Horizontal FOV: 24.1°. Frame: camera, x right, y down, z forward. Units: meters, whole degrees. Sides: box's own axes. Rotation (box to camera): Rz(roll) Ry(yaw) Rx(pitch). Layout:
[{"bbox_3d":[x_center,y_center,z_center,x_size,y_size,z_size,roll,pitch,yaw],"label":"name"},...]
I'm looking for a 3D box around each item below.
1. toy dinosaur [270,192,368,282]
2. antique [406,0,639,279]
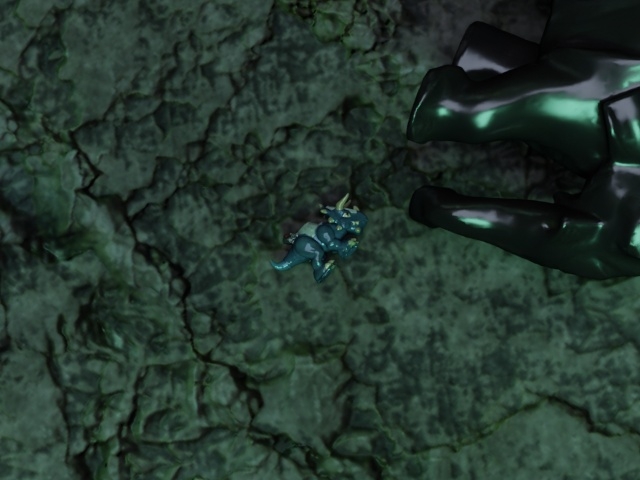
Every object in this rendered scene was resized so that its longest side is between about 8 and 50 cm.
[{"bbox_3d":[0.000,0.000,1.191,0.083,0.030,0.047,-44,79,-3],"label":"toy dinosaur"},{"bbox_3d":[0.222,-0.126,1.112,0.255,0.185,0.322,22,80,10],"label":"antique"}]
